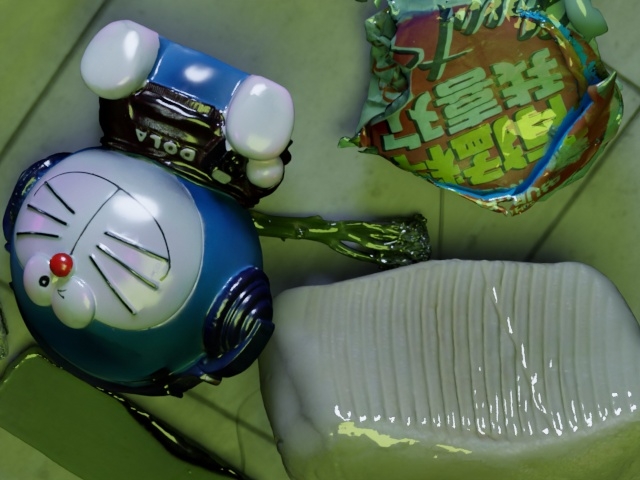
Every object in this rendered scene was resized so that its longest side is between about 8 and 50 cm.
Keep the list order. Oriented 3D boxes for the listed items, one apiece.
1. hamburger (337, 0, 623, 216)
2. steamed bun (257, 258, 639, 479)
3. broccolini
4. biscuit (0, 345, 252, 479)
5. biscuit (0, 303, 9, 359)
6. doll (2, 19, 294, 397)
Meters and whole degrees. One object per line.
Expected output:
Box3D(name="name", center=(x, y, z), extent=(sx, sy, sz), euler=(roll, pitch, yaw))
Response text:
Box3D(name="hamburger", center=(0.158, -0.172, 1.731), extent=(0.261, 0.150, 0.276), euler=(8, 125, 4))
Box3D(name="steamed bun", center=(0.127, 0.172, 1.773), extent=(0.383, 0.247, 0.236), euler=(-5, 136, -16))
Box3D(name="broccolini", center=(0.000, -0.002, 1.806), extent=(0.216, 0.058, 0.067), euler=(4, 70, -6))
Box3D(name="biscuit", center=(-0.183, 0.214, 1.843), extent=(0.322, 0.038, 0.099), euler=(34, 103, -21))
Box3D(name="biscuit", center=(-0.423, 0.075, 1.723), extent=(0.250, 0.046, 0.147), euler=(-14, 122, -9))
Box3D(name="doll", center=(-0.150, -0.015, 1.668), extent=(0.284, 0.240, 0.310), euler=(24, 90, 22))
